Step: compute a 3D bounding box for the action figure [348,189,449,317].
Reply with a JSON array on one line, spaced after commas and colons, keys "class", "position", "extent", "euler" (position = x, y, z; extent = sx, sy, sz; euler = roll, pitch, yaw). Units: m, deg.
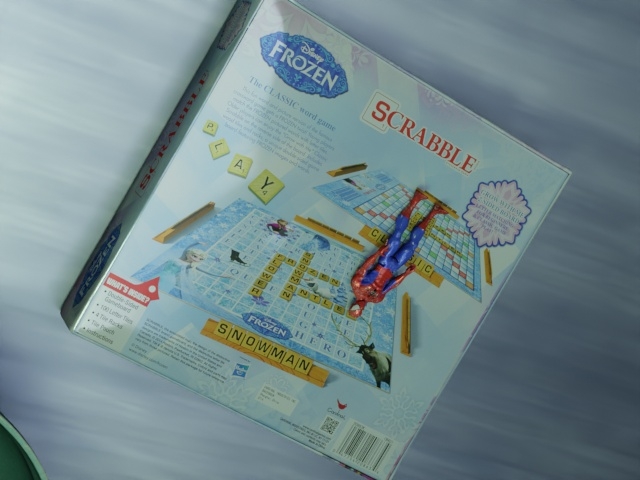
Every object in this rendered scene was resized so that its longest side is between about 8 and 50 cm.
[{"class": "action figure", "position": [0.058, 0.015, 1.316], "extent": [0.038, 0.030, 0.115], "euler": [34, 93, -28]}]

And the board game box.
[{"class": "board game box", "position": [0.000, 0.000, 1.343], "extent": [0.319, 0.066, 0.318], "euler": [30, 93, -23]}]

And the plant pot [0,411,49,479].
[{"class": "plant pot", "position": [-0.353, 0.202, 1.209], "extent": [0.293, 0.196, 0.293], "euler": [-5, 106, -17]}]
